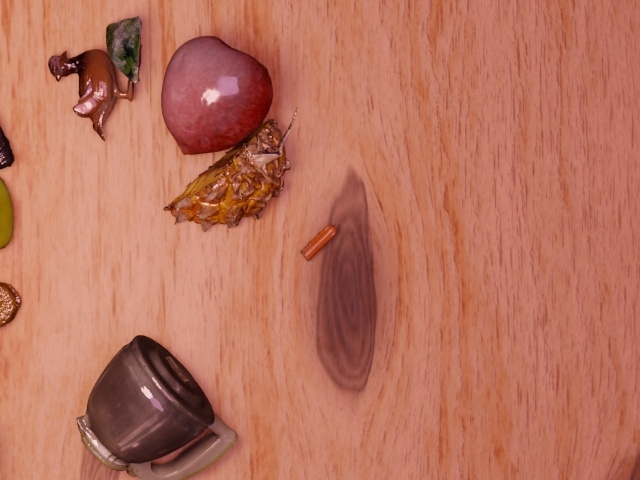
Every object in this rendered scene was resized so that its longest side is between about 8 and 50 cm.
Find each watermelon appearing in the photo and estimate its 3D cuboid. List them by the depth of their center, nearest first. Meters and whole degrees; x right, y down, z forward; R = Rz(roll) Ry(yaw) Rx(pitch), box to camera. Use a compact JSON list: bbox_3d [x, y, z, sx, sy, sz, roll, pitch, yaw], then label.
[{"bbox_3d":[-0.389,-0.399,1.871,0.080,0.101,0.155,29,44,-35],"label":"watermelon"}]

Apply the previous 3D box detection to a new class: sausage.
[{"bbox_3d":[0.000,0.000,2.047,0.107,0.031,0.031,-45,102,-11],"label":"sausage"}]

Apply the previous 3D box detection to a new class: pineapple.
[{"bbox_3d":[-0.156,-0.120,1.933,0.334,0.158,0.161,-40,101,-13],"label":"pineapple"}]

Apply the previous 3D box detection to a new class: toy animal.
[{"bbox_3d":[-0.479,-0.305,1.878,0.179,0.089,0.188,7,88,-11],"label":"toy animal"}]

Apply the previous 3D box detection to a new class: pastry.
[{"bbox_3d":[-0.664,0.130,1.834,0.109,0.057,0.097,-4,93,-15],"label":"pastry"}]

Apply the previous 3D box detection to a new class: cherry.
[{"bbox_3d":[-0.227,-0.297,1.880,0.239,0.206,0.239,1,75,-5],"label":"cherry"}]

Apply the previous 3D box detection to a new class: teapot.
[{"bbox_3d":[-0.356,0.363,1.880,0.239,0.321,0.239,-41,61,3],"label":"teapot"}]

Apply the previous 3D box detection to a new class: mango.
[{"bbox_3d":[-0.667,-0.059,1.824,0.091,0.074,0.165,-9,92,-15],"label":"mango"}]

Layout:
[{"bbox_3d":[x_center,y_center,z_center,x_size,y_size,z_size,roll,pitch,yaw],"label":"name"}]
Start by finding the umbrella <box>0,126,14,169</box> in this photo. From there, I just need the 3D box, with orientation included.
[{"bbox_3d":[-0.711,-0.288,1.802,0.090,0.094,0.326,-34,102,-41],"label":"umbrella"}]
